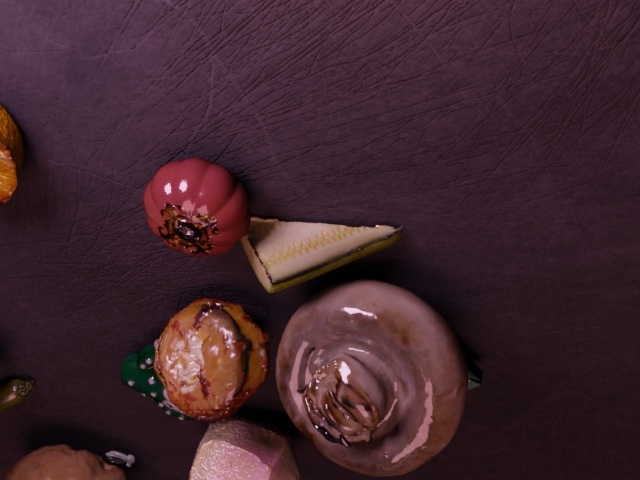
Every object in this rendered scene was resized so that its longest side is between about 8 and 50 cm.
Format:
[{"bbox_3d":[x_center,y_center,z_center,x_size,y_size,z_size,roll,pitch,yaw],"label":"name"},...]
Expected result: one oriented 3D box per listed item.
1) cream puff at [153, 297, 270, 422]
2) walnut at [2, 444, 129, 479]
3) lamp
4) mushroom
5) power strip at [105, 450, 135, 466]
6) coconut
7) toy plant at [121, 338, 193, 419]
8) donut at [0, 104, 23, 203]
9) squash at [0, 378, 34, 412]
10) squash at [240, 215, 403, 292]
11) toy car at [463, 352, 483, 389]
[{"bbox_3d":[-0.203,0.230,1.424,0.240,0.240,0.164,-23,161,29],"label":"cream puff"},{"bbox_3d":[-0.689,0.713,1.923,0.384,0.383,0.383,5,135,5],"label":"walnut"},{"bbox_3d":[-0.205,-0.047,1.193,0.182,0.140,0.182,9,137,8],"label":"lamp"},{"bbox_3d":[0.077,0.253,1.294,0.362,0.294,0.362,7,105,27],"label":"mushroom"},{"bbox_3d":[-0.549,0.601,1.983,0.083,0.035,0.055,3,135,11],"label":"power strip"},{"bbox_3d":[-0.168,0.534,1.710,0.245,0.233,0.233,14,136,7],"label":"coconut"},{"bbox_3d":[-0.312,0.310,1.590,0.243,0.112,0.232,33,136,-14],"label":"toy plant"},{"bbox_3d":[-0.557,-0.154,1.178,0.152,0.101,0.259,5,134,5],"label":"donut"},{"bbox_3d":[-0.805,0.399,1.804,0.258,0.069,0.069,-28,124,33],"label":"squash"},{"bbox_3d":[0.000,0.000,1.286,0.252,0.169,0.093,-22,140,-15],"label":"squash"},{"bbox_3d":[0.162,0.296,1.497,0.321,0.097,0.141,-27,124,32],"label":"toy car"}]
